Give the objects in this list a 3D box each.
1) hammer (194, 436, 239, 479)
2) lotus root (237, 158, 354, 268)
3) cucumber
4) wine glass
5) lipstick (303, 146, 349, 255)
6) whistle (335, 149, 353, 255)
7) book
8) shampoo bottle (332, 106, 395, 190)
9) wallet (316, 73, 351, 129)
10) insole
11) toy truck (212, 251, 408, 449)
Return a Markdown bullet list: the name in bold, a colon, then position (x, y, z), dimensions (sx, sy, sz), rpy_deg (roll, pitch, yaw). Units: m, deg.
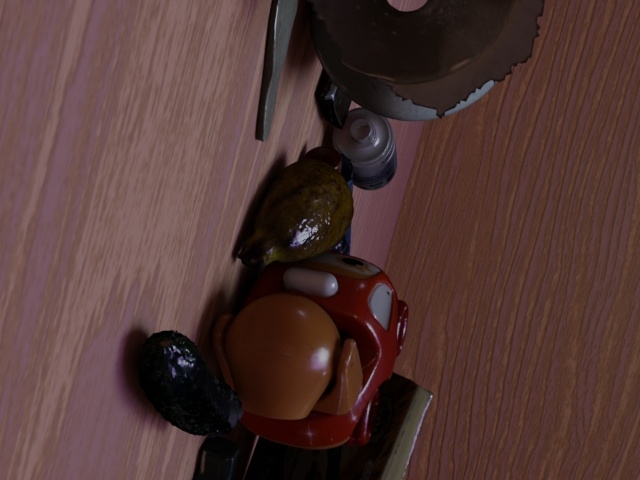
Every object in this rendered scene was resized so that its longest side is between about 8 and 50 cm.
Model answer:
- **hammer**: position (-0.167, 0.342, 0.931), dimensions (0.365, 0.044, 0.111), rpy_deg (-52, 157, -65)
- **lotus root**: position (-0.026, -0.023, 1.005), dimensions (0.108, 0.095, 0.190), rpy_deg (66, 28, -15)
- **cucumber**: position (-0.119, 0.131, 0.791), dimensions (0.245, 0.067, 0.067), rpy_deg (74, 33, -70)
- **wine glass**: position (0.099, -0.232, 0.909), dimensions (0.323, 0.238, 0.237), rpy_deg (-33, 138, -79)
- **lipstick**: position (0.000, 0.000, 1.238), dimensions (0.081, 0.081, 0.299), rpy_deg (-66, 165, -44)
- **whistle**: position (0.018, -0.031, 1.366), dimensions (0.304, 0.062, 0.062), rpy_deg (88, 20, -64)
- **book**: position (-0.001, 0.295, 1.225), dimensions (0.299, 0.039, 0.428), rpy_deg (-70, -161, -5)
- **shampoo bottle**: position (0.068, -0.138, 1.357), dimensions (0.303, 0.092, 0.092), rpy_deg (36, 70, -82)
- **wallet**: position (0.046, -0.269, 1.189), dimensions (0.122, 0.031, 0.232), rpy_deg (64, 44, -79)
- **insole**: position (-0.040, -0.185, 0.867), dimensions (0.063, 0.010, 0.191), rpy_deg (-60, 163, -59)
- **toy truck**: position (-0.014, 0.101, 1.008), dimensions (0.239, 0.189, 0.264), rpy_deg (80, 24, -53)
